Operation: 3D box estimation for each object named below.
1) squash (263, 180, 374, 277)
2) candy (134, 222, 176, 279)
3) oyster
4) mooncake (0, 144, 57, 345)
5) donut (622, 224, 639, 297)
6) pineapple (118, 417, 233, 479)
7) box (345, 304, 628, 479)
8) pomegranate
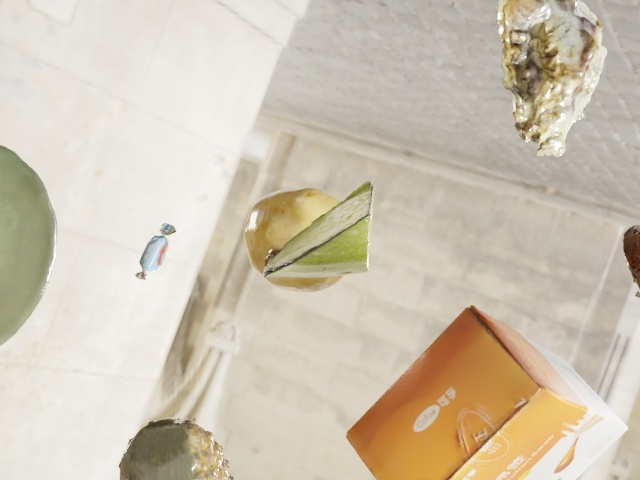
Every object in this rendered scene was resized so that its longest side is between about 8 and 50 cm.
[{"bbox_3d":[0.017,0.017,1.250,0.085,0.184,0.192,53,-164,-10],"label":"squash"},{"bbox_3d":[-0.215,0.015,1.210,0.030,0.083,0.020,18,165,28],"label":"candy"},{"bbox_3d":[0.418,-0.324,1.613,0.201,0.355,0.107,-4,180,-22],"label":"oyster"},{"bbox_3d":[-0.581,0.010,1.374,0.194,0.357,0.356,15,176,30],"label":"mooncake"},{"bbox_3d":[0.649,0.017,1.749,0.186,0.126,0.144,-5,-116,-54],"label":"donut"},{"bbox_3d":[-0.130,0.253,0.960,0.108,0.108,0.198,20,161,27],"label":"pineapple"},{"bbox_3d":[0.219,0.239,1.166,0.341,0.225,0.143,28,-163,-51],"label":"box"},{"bbox_3d":[-0.034,0.002,1.455,0.196,0.196,0.196,20,179,0],"label":"pomegranate"}]
